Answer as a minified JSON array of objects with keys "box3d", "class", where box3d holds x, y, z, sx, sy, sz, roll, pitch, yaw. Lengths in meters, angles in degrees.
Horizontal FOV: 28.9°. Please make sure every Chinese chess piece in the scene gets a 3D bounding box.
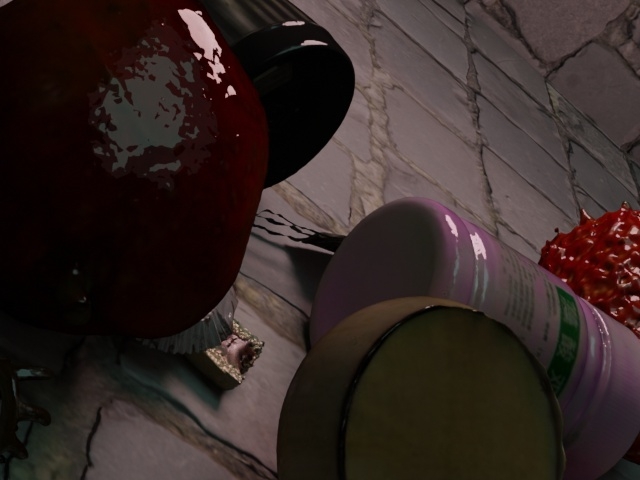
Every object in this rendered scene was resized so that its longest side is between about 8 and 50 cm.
[{"box3d":[0.086,0.175,1.046,0.257,0.104,0.257,5,81,-32],"class":"Chinese chess piece"}]

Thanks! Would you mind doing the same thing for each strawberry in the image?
[{"box3d":[0.384,0.120,1.616,0.292,0.292,0.343,46,38,-2],"class":"strawberry"}]

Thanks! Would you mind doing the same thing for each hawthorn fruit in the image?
[{"box3d":[-0.167,-0.041,0.937,0.265,0.265,0.307,31,32,-31],"class":"hawthorn fruit"}]

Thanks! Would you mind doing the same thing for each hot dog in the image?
[{"box3d":[-0.123,0.036,1.101,0.099,0.053,0.192,10,30,-13],"class":"hot dog"}]

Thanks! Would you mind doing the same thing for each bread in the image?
[{"box3d":[-0.090,0.095,1.114,0.070,0.035,0.083,44,27,-2],"class":"bread"}]

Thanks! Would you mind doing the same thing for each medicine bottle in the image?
[{"box3d":[0.170,0.113,1.297,0.325,0.212,0.212,31,28,-33],"class":"medicine bottle"}]

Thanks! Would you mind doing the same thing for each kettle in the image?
[{"box3d":[-0.136,-0.199,1.355,0.271,0.251,0.207,51,-8,28],"class":"kettle"}]

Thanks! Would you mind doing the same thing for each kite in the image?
[{"box3d":[0.000,-0.001,1.352,0.245,0.141,0.015,18,80,-37],"class":"kite"}]

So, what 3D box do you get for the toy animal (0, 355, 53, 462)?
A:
[{"box3d":[-0.306,0.031,0.799,0.260,0.087,0.243,17,39,-43],"class":"toy animal"}]
